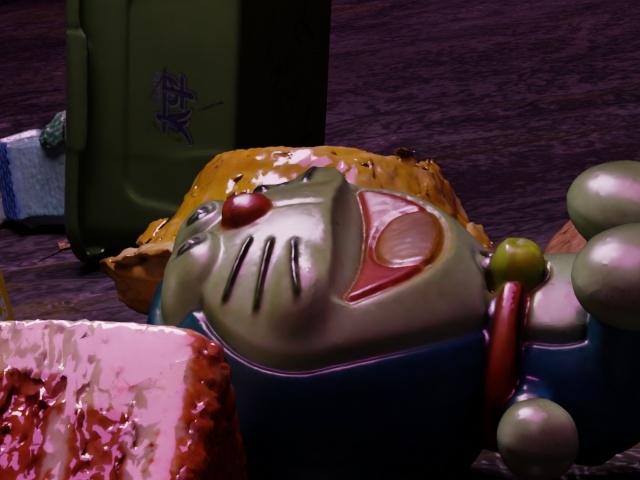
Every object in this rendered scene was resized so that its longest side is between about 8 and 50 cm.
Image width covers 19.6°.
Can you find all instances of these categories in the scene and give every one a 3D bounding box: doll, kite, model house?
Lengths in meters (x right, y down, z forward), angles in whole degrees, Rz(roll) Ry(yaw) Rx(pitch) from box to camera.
[{"bbox_3d":[0.045,0.058,0.989,0.322,0.186,0.198,1,26,11],"label":"doll"},{"bbox_3d":[-0.225,0.006,1.674,0.044,0.002,0.078,-4,13,9],"label":"kite"},{"bbox_3d":[-0.258,-0.067,1.775,0.149,0.119,0.148,-9,13,25],"label":"model house"}]

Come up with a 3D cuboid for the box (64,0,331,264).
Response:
[{"bbox_3d":[-0.097,-0.146,1.606,0.178,0.328,0.253,11,22,18],"label":"box"}]

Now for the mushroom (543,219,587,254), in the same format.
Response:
[{"bbox_3d":[0.210,0.012,1.313,0.210,0.072,0.094,-21,11,-42],"label":"mushroom"}]

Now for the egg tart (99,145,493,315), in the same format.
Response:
[{"bbox_3d":[0.000,0.000,1.229,0.295,0.116,0.295,1,-3,0],"label":"egg tart"}]

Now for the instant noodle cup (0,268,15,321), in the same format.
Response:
[{"bbox_3d":[-0.315,0.044,1.183,0.264,0.200,0.264,-6,16,2],"label":"instant noodle cup"}]

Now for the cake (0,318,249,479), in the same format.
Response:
[{"bbox_3d":[-0.126,0.136,0.822,0.158,0.159,0.262,-1,17,9],"label":"cake"}]
